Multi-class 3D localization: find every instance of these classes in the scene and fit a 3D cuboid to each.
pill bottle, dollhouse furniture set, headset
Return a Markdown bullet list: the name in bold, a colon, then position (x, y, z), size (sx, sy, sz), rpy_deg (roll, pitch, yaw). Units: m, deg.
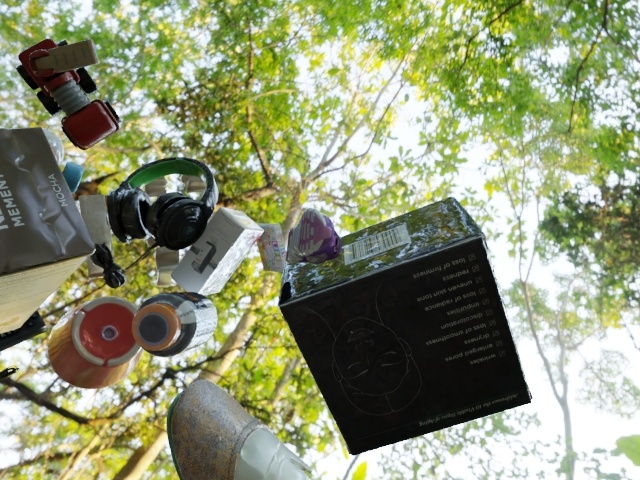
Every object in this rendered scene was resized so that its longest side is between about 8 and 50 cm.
- **pill bottle**: position (-0.306, 0.173, 1.078), size (0.130, 0.131, 0.246), rpy_deg (22, -4, 4)
- **dollhouse furniture set**: position (-0.531, -0.025, 1.618), size (0.393, 0.363, 0.256), rpy_deg (-7, -21, -25)
- **headset**: position (-0.395, -0.067, 1.186), size (0.243, 0.395, 0.185), rpy_deg (7, -37, 13)

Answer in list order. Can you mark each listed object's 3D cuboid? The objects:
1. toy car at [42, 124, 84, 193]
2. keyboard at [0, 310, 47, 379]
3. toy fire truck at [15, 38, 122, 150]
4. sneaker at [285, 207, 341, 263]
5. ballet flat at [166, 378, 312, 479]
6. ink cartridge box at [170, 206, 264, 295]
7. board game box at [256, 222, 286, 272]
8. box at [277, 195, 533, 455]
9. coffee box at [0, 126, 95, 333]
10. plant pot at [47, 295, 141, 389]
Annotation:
- **toy car**: position (-0.716, -0.192, 1.288), size (0.219, 0.238, 0.210), rpy_deg (21, -61, -26)
- **keyboard**: position (-0.773, 0.248, 1.131), size (0.202, 0.317, 0.033), rpy_deg (54, -38, 12)
- **toy fire truck**: position (-0.486, -0.300, 1.024), size (0.158, 0.246, 0.217), rpy_deg (-34, -66, -10)
- **sneaker**: position (0.000, 0.000, 1.042), size (0.104, 0.095, 0.236), rpy_deg (11, -12, -12)
- **ballet flat**: position (-0.050, 0.272, 0.522), size (0.106, 0.108, 0.316), rpy_deg (-6, -65, 24)
- **ink cartridge box**: position (-0.261, 0.031, 1.316), size (0.092, 0.158, 0.218), rpy_deg (40, -83, 10)
- **board game box**: position (-0.154, 0.023, 1.616), size (0.103, 0.026, 0.154), rpy_deg (2, -69, 43)
- **box**: position (0.207, 0.214, 1.295), size (0.479, 0.297, 0.472), rpy_deg (-20, -70, 9)
- **coffee box**: position (-0.419, 0.008, 0.641), size (0.297, 0.118, 0.168), rpy_deg (-32, -98, 40)
- **plant pot**: position (-0.630, 0.285, 1.492), size (0.275, 0.275, 0.243), rpy_deg (40, -34, -12)
